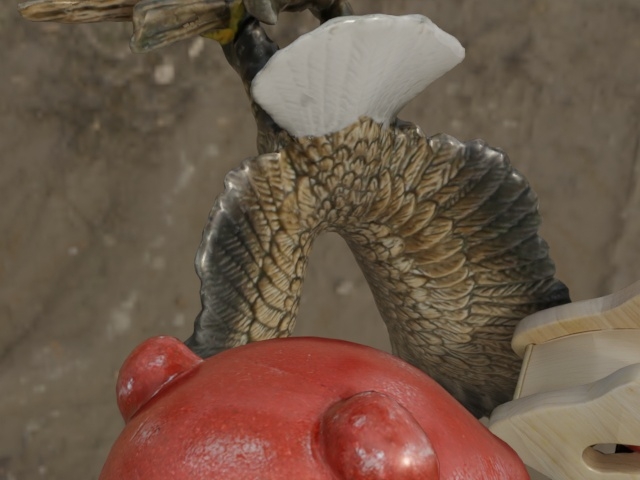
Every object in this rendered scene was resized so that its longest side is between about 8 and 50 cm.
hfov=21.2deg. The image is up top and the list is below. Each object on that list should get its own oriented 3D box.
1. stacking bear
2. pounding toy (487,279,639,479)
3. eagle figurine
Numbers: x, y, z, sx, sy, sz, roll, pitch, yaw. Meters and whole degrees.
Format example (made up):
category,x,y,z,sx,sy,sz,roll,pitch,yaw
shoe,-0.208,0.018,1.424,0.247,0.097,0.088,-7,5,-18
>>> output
category,x,y,z,sx,sy,sz,roll,pitch,yaw
stacking bear,0.011,0.163,0.463,0.164,0.289,0.175,-21,21,-34
pounding toy,0.212,0.112,0.877,0.269,0.154,0.155,36,42,-12
eagle figurine,0.003,-0.002,0.887,0.226,0.298,0.225,-5,11,30
